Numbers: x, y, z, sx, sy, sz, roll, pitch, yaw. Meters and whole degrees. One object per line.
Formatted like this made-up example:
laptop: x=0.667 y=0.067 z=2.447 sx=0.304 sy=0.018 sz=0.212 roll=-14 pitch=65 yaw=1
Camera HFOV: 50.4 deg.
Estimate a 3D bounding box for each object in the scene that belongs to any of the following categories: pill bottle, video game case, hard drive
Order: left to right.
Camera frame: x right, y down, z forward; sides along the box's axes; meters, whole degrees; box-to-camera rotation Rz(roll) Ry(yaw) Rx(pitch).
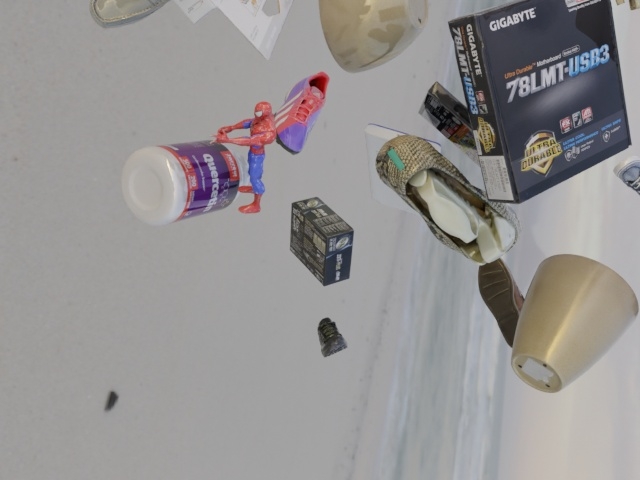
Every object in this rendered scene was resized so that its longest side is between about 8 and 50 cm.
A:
pill bottle: x=-0.311 y=-0.148 z=1.643 sx=0.323 sy=0.181 sz=0.181 roll=-23 pitch=117 yaw=-59
hard drive: x=0.237 y=-0.190 z=1.936 sx=0.040 sy=0.210 sz=0.319 roll=-61 pitch=159 yaw=-25
video game case: x=0.334 y=-0.244 z=1.550 sx=0.035 sy=0.248 sz=0.275 roll=-48 pitch=178 yaw=3

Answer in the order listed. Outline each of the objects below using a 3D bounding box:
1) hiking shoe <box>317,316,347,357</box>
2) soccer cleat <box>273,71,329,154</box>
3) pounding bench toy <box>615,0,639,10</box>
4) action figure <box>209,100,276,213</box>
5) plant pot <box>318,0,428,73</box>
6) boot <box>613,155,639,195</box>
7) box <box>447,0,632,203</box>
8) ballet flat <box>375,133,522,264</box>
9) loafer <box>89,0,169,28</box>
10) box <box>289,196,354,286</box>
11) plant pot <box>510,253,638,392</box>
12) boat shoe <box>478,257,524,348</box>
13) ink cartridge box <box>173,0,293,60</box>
hiking shoe: x=0.023 y=0.303 z=2.150 sx=0.227 sy=0.086 sz=0.114 roll=123 pitch=-56 yaw=-79
soccer cleat: x=-0.047 y=-0.349 z=1.818 sx=0.108 sy=0.116 sz=0.318 roll=40 pitch=35 yaw=-21
pounding bench toy: x=0.564 y=-0.441 z=1.213 sx=0.065 sy=0.083 sz=0.052 roll=-44 pitch=120 yaw=-71
action figure: x=-0.164 y=-0.172 z=1.362 sx=0.280 sy=0.139 sz=0.091 roll=112 pitch=-25 yaw=-49
plant pot: x=0.148 y=-0.557 z=1.634 sx=0.284 sy=0.191 sz=0.284 roll=0 pitch=90 yaw=-60
boot: x=0.802 y=-0.152 z=1.703 sx=0.190 sy=0.069 sz=0.086 roll=8 pitch=47 yaw=-49
box: x=0.362 y=-0.244 z=1.088 sx=0.295 sy=0.073 sz=0.293 roll=-24 pitch=109 yaw=-26
ballet flat: x=0.306 y=-0.048 z=1.472 sx=0.483 sy=0.164 sz=0.182 roll=33 pitch=23 yaw=-35
loafer: x=-0.335 y=-0.546 z=1.400 sx=0.112 sy=0.319 sz=0.111 roll=55 pitch=-4 yaw=-15
box: x=0.000 y=0.000 z=1.684 sx=0.077 sy=0.180 sz=0.147 roll=-16 pitch=127 yaw=-27
plant pot: x=0.569 y=0.215 z=1.609 sx=0.274 sy=0.256 sz=0.256 roll=-46 pitch=144 yaw=-29
boat shoe: x=0.583 y=0.191 z=2.136 sx=0.104 sy=0.110 sz=0.307 roll=-2 pitch=73 yaw=-57
ink cartridge box: x=-0.169 y=-0.483 z=1.228 sx=0.261 sy=0.066 sz=0.296 roll=45 pitch=39 yaw=-29
